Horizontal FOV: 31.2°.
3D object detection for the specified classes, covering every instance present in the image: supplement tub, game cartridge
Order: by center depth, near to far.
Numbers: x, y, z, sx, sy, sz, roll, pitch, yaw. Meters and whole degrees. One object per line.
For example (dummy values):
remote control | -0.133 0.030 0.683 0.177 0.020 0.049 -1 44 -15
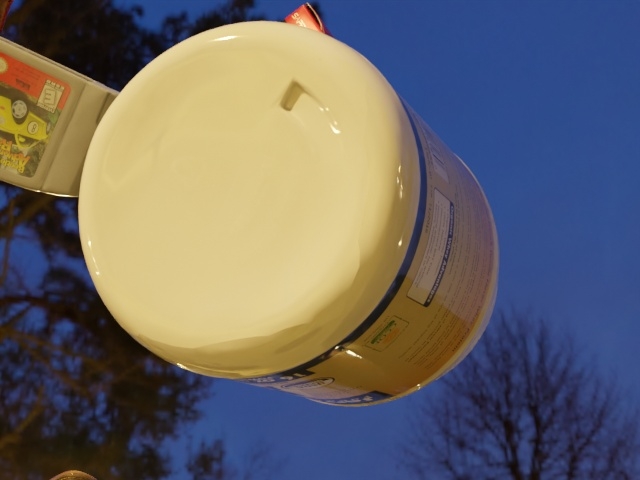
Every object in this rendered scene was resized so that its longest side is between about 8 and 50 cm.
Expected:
supplement tub | 0.000 0.000 0.827 0.228 0.228 0.316 -18 -19 18
game cartridge | -0.460 -0.190 1.726 0.294 0.060 0.196 24 -78 0

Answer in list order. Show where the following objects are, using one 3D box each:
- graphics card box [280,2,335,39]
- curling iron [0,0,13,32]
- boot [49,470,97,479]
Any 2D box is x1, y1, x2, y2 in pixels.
graphics card box | -0.102 -0.172 1.798 0.371 0.094 0.233 -35 -39 7
curling iron | -0.394 -0.303 1.417 0.035 0.068 0.274 39 -43 -8
boot | -0.284 0.333 1.158 0.082 0.106 0.219 26 -59 -10
